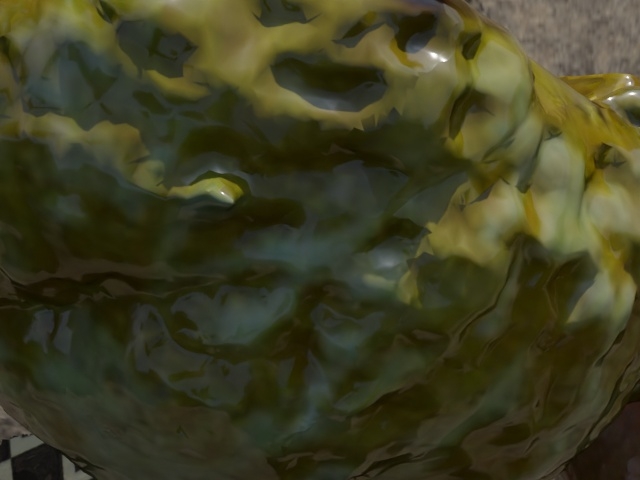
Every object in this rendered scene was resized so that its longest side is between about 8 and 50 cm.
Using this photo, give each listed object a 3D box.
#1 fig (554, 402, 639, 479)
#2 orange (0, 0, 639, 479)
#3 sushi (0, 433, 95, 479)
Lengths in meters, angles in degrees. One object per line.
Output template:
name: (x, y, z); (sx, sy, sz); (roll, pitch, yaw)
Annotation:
fig: (0.192, 0.121, 0.824); (0.159, 0.257, 0.159); (-3, 64, 6)
orange: (0.000, 0.000, 0.594); (0.271, 0.368, 0.210); (5, 81, 53)
sushi: (-0.166, 0.223, 1.000); (0.040, 0.192, 0.210); (14, 105, 38)
